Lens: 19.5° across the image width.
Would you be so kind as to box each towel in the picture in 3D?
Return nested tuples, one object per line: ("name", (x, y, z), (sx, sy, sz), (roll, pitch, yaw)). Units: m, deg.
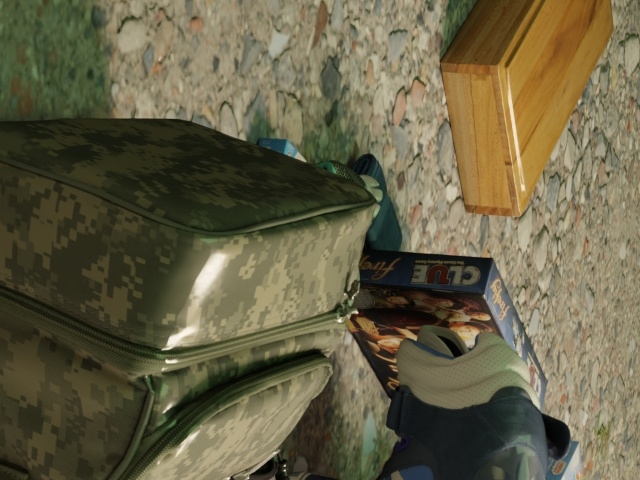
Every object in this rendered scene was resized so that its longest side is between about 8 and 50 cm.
("towel", (0.049, -0.024, 1.814), (0.119, 0.029, 0.067), (69, 35, -43))

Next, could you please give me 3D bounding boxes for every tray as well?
("tray", (0.254, -0.230, 2.183), (0.411, 0.076, 0.203), (-59, 146, -46))

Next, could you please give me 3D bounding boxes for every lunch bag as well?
("lunch bag", (-0.118, 0.064, 1.259), (0.305, 0.212, 0.256), (-13, 123, -64))

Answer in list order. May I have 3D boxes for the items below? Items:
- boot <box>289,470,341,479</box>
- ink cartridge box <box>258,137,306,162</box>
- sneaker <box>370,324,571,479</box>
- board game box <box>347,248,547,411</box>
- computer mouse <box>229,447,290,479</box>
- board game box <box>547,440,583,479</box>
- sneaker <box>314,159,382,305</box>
("boot", (0.002, 0.311, 1.703), (0.069, 0.086, 0.190), (2, 92, -66))
("ink cartridge box", (-0.041, -0.041, 1.607), (0.048, 0.028, 0.083), (47, 52, -59))
("sneaker", (0.107, 0.205, 1.759), (0.130, 0.323, 0.236), (6, 69, -24))
("board game box", (0.116, 0.091, 1.821), (0.243, 0.165, 0.042), (60, 40, -52))
("computer mouse", (-0.075, 0.296, 1.570), (0.184, 0.060, 0.262), (-23, 104, -59))
("board game box", (0.303, 0.388, 2.458), (0.211, 0.039, 0.160), (-53, 140, -52))
("sneaker", (0.000, 0.000, 1.691), (0.076, 0.065, 0.166), (40, 53, -42))
